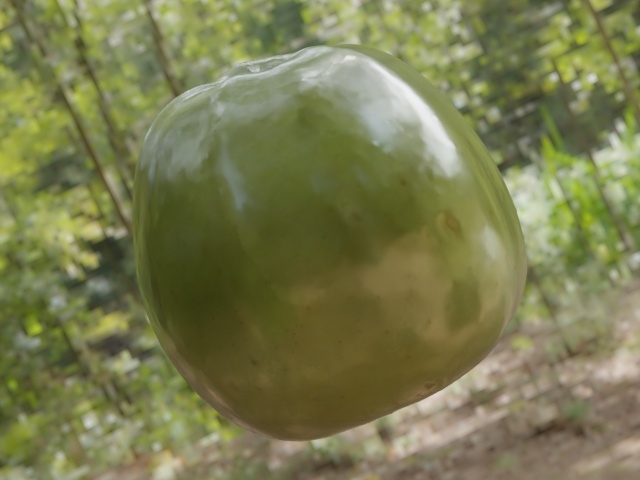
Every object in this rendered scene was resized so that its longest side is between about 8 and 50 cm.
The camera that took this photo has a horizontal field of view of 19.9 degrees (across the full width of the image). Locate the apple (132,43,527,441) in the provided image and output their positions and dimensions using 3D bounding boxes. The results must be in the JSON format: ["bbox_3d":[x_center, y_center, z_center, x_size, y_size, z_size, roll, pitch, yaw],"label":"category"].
[{"bbox_3d":[0.000,0.000,1.602,0.357,0.357,0.357,-25,3,1],"label":"apple"}]
